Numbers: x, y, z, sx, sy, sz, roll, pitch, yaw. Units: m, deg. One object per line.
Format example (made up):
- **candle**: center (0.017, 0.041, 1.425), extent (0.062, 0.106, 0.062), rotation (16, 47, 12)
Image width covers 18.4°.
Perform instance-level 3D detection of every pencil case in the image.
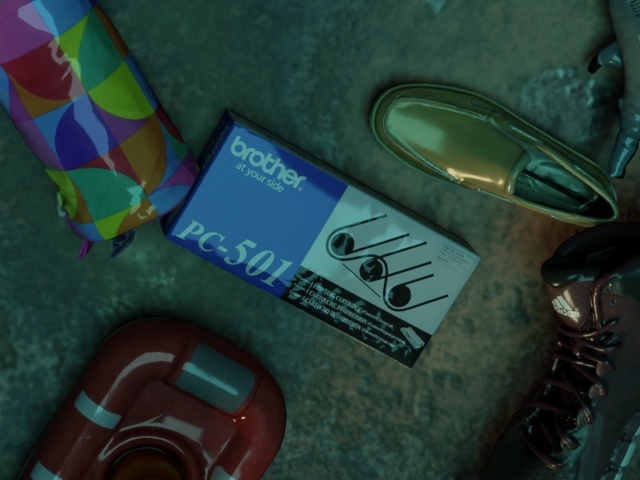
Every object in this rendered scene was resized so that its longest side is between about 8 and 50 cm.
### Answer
- **pencil case**: center (-0.173, -0.105, 1.309), extent (0.104, 0.104, 0.236), rotation (-28, 109, 0)

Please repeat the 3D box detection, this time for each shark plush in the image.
- **shark plush**: center (0.221, -0.127, 1.398), extent (0.067, 0.073, 0.161), rotation (9, 113, 9)

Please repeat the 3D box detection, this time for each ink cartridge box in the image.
- **ink cartridge box**: center (0.000, 0.000, 1.398), extent (0.207, 0.046, 0.097), rotation (28, 100, -17)

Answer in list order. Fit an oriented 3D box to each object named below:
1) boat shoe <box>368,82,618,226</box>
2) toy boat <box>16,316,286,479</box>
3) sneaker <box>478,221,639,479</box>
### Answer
- **boat shoe**: center (0.126, -0.059, 1.387), extent (0.190, 0.072, 0.068), rotation (18, 103, -15)
- **toy boat**: center (-0.121, 0.177, 1.378), extent (0.151, 0.151, 0.231), rotation (29, 100, -17)
- **sneaker**: center (0.174, 0.085, 1.401), extent (0.281, 0.106, 0.162), rotation (-51, 135, -2)
